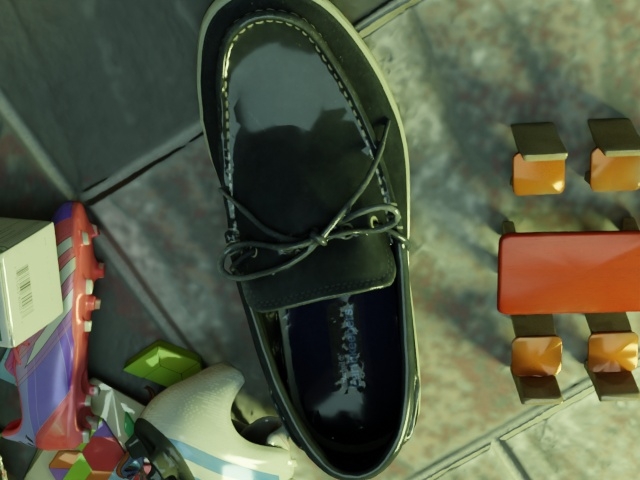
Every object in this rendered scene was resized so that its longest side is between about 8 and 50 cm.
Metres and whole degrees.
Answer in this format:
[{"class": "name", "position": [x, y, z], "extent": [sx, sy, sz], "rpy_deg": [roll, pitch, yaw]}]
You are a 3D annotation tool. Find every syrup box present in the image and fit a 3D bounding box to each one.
[{"class": "syrup box", "position": [-0.366, 0.030, 1.454], "extent": [0.237, 0.096, 0.093], "rpy_deg": [5, 110, 21]}]

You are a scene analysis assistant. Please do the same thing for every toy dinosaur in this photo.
[{"class": "toy dinosaur", "position": [-0.178, 0.203, 1.577], "extent": [0.082, 0.047, 0.090], "rpy_deg": [-31, 75, 19]}]

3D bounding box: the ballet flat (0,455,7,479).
[{"class": "ballet flat", "position": [-0.349, 0.230, 1.550], "extent": [0.091, 0.077, 0.241], "rpy_deg": [-25, 110, -31]}]

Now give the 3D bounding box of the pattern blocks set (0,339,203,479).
[{"class": "pattern blocks set", "position": [-0.199, 0.232, 1.612], "extent": [0.325, 0.026, 0.285], "rpy_deg": [16, 109, -7]}]

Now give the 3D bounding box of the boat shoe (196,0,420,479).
[{"class": "boat shoe", "position": [0.000, 0.000, 1.461], "extent": [0.187, 0.156, 0.500], "rpy_deg": [-9, 109, 5]}]

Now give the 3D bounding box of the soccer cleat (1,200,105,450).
[{"class": "soccer cleat", "position": [-0.261, 0.084, 1.515], "extent": [0.095, 0.083, 0.248], "rpy_deg": [2, 102, 3]}]

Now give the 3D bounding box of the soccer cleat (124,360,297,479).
[{"class": "soccer cleat", "position": [-0.061, 0.264, 1.559], "extent": [0.143, 0.116, 0.331], "rpy_deg": [-39, 123, -19]}]

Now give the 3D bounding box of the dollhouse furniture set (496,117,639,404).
[{"class": "dollhouse furniture set", "position": [0.296, 0.028, 1.484], "extent": [0.259, 0.135, 0.262], "rpy_deg": [-2, 111, 0]}]
